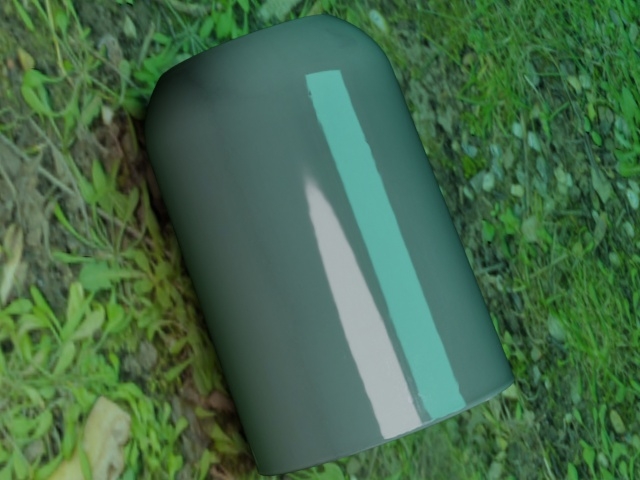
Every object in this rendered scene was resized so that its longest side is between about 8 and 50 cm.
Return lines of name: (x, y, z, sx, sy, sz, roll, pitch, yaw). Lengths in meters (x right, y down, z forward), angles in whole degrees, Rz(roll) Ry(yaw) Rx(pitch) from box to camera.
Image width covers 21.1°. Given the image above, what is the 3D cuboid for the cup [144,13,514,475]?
cup: (0.000, 0.000, 1.288, 0.205, 0.205, 0.312, -18, 88, -54)
